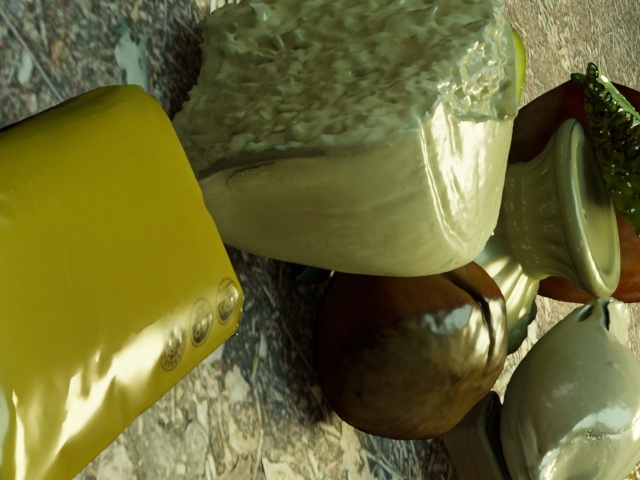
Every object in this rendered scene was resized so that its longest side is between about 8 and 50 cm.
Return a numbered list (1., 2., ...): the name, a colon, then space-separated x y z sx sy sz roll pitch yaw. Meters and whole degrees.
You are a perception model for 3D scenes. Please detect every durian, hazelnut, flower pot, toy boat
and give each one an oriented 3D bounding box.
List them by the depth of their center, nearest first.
1. hazelnut: 0.076 0.085 1.055 0.208 0.208 0.208 37 47 -52
2. toy boat: 0.000 0.000 1.066 0.060 0.055 0.141 42 37 -12
3. durian: 0.411 -0.062 1.285 0.375 0.106 0.132 45 24 -13
4. flower pot: 0.219 -0.011 1.293 0.307 0.244 0.308 34 50 -53
5. hazelnut: 0.392 -0.062 1.545 0.366 0.365 0.366 37 47 -52

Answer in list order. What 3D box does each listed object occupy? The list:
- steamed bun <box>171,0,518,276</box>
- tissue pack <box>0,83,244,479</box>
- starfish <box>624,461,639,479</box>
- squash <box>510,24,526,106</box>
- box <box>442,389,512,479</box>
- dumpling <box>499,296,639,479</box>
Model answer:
1. steamed bun: 0.008 -0.079 0.898 0.272 0.290 0.274 -48 130 -43
2. tissue pack: -0.174 0.031 0.621 0.271 0.134 0.192 -43 115 -61
3. starfish: 0.454 0.376 1.723 0.384 0.132 0.398 -82 150 -45
4. squash: 0.241 -0.307 1.725 0.204 0.155 0.237 -60 146 -3
5. box: 0.202 0.260 1.333 0.122 0.062 0.089 67 28 -17
6. dumpling: 0.307 0.244 1.296 0.341 0.181 0.260 -84 172 -55
